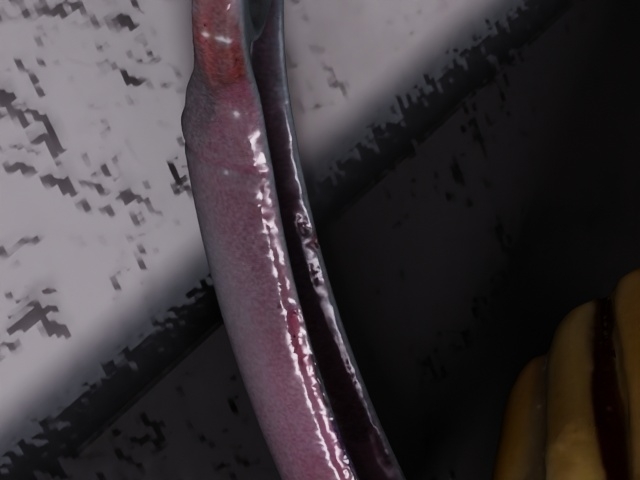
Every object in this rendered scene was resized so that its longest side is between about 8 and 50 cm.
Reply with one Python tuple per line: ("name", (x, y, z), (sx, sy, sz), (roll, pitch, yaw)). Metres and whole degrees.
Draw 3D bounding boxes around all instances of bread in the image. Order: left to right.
("bread", (0.093, 0.114, 0.546), (0.116, 0.077, 0.200), (48, 39, -50))

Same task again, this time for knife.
("knife", (-0.002, 0.001, 0.487), (0.123, 0.053, 0.278), (-73, 155, -59))
